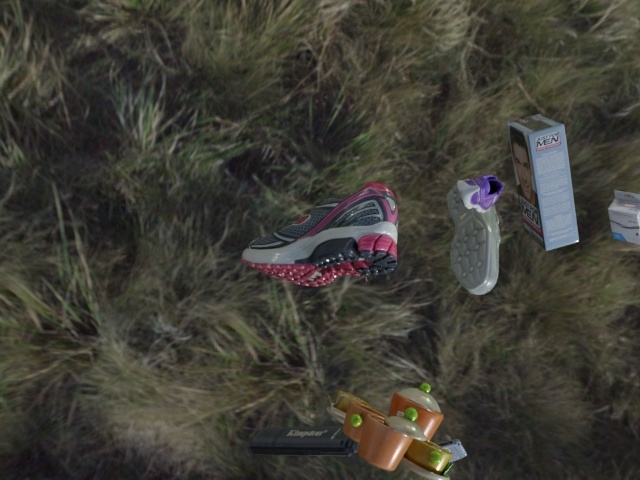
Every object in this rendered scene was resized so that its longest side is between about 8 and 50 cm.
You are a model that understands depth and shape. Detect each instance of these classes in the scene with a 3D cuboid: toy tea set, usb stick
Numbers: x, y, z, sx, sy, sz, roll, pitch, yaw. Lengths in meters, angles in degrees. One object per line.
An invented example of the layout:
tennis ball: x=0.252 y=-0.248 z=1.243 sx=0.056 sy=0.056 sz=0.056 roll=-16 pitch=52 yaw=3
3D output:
toy tea set: x=0.131 y=0.287 z=1.046 sx=0.199 sy=0.336 sz=0.124 roll=25 pitch=84 yaw=-5
usb stick: x=-0.029 y=0.406 z=1.297 sx=0.077 sy=0.277 sz=0.045 roll=-23 pitch=98 yaw=-52

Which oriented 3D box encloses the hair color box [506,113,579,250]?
hair color box: x=0.681 y=-0.180 z=1.962 sx=0.113 sy=0.185 sz=0.375 roll=-15 pitch=111 yaw=1

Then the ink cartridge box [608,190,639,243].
ink cartridge box: x=0.486 y=-0.037 z=1.013 sx=0.028 sy=0.048 sz=0.083 roll=-47 pitch=129 yaw=-23

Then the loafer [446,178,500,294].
loafer: x=0.340 y=-0.005 z=1.361 sx=0.111 sy=0.112 sz=0.320 roll=34 pitch=40 yaw=-23

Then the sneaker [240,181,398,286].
sneaker: x=0.000 y=0.000 z=0.951 sx=0.120 sy=0.299 sz=0.112 roll=24 pitch=65 yaw=-41

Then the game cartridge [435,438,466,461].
game cartridge: x=0.287 y=0.484 z=1.462 sx=0.083 sy=0.017 sz=0.056 roll=-21 pitch=114 yaw=20

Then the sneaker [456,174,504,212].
sneaker: x=0.313 y=-0.091 z=1.197 sx=0.170 sy=0.071 sz=0.068 roll=-11 pitch=85 yaw=-61
